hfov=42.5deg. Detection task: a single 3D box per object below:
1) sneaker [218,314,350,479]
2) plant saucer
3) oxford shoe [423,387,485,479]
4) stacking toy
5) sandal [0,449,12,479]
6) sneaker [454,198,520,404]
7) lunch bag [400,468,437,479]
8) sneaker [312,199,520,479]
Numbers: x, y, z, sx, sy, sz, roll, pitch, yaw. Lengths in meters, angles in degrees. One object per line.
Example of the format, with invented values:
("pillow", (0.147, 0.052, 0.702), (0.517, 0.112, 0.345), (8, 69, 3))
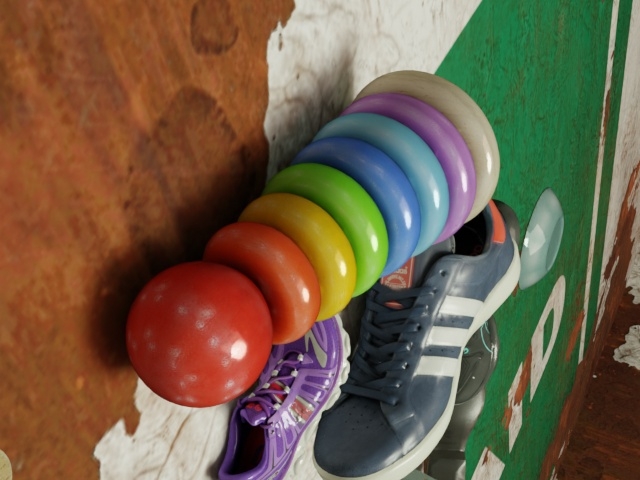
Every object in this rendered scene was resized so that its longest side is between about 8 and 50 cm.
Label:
("sneaker", (-0.030, 0.127, 0.662), (0.071, 0.068, 0.170), (31, 77, -58))
("plant saucer", (0.411, 0.002, 1.503), (0.195, 0.037, 0.195), (-42, 141, -47))
("oxford shoe", (0.182, 0.258, 1.180), (0.076, 0.076, 0.212), (-163, -93, -86))
("stacking toy", (0.000, 0.000, 0.581), (0.330, 0.141, 0.141), (-42, 140, -42))
("sandal", (-0.200, 0.196, 0.343), (0.240, 0.079, 0.088), (-58, 150, -29))
("sneaker", (0.166, 0.078, 1.020), (0.106, 0.101, 0.267), (-4, 106, -44))
("lunch bag", (0.136, 0.364, 0.949), (0.160, 0.223, 0.262), (-66, 156, -2))
("sneaker", (0.082, 0.072, 0.809), (0.350, 0.131, 0.148), (-55, 136, -35))
